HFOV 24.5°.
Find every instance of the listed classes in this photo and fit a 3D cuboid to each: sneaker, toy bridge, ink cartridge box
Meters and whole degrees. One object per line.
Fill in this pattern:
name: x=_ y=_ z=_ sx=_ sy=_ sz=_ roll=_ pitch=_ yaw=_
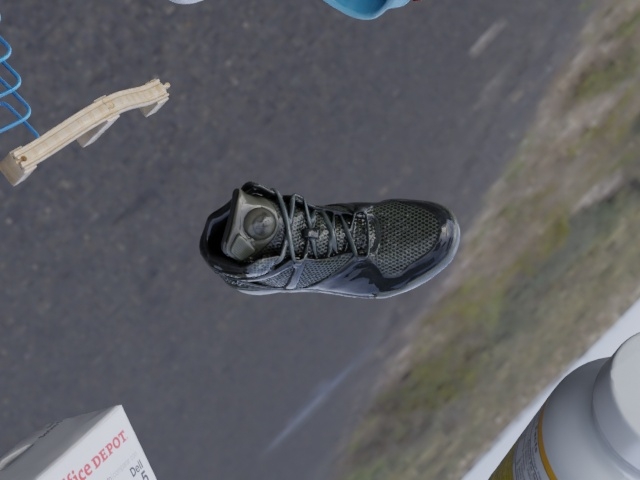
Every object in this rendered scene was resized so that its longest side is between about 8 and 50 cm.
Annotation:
sneaker: x=0.000 y=0.000 z=1.260 sx=0.130 sy=0.227 sz=0.087 roll=33 pitch=57 yaw=-69
toy bridge: x=-0.205 y=-0.109 z=1.343 sx=0.188 sy=0.026 sz=0.063 roll=-34 pitch=179 yaw=-40
ink cartridge box: x=-0.236 y=0.336 z=1.514 sx=0.115 sy=0.273 sz=0.198 roll=-19 pitch=-169 yaw=25

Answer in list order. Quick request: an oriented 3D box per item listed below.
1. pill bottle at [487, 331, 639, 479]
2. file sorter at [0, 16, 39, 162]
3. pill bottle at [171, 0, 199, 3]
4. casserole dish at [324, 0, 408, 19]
pill bottle: x=0.177 y=0.143 z=0.901 sx=0.117 sy=0.117 sz=0.208 roll=-39 pitch=162 yaw=-34
file sorter: x=-0.375 y=-0.165 z=1.541 sx=0.104 sy=0.118 sz=0.170 roll=-29 pitch=135 yaw=-21
pill bottle: x=-0.203 y=-0.373 z=1.445 sx=0.176 sy=0.176 sz=0.318 roll=-46 pitch=136 yaw=4
casserole dish: x=-0.003 y=-0.237 z=1.045 sx=0.037 sy=0.188 sz=0.114 roll=-51 pitch=175 yaw=-36
